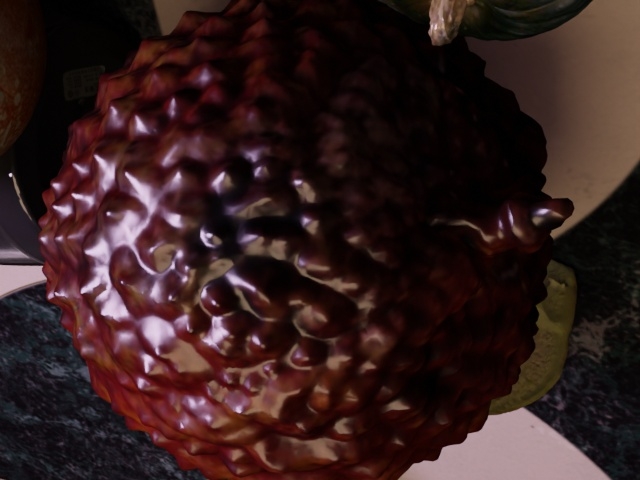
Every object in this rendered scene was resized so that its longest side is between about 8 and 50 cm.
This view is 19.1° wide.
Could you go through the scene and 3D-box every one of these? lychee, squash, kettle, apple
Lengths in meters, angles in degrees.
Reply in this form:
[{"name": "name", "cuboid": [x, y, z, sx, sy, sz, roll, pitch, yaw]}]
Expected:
[{"name": "lychee", "cuboid": [0.000, 0.000, 1.540, 0.500, 0.424, 0.424, 4, 139, 44]}, {"name": "squash", "cuboid": [0.117, -0.237, 1.405, 0.218, 0.172, 0.218, 18, 143, 15]}, {"name": "kettle", "cuboid": [-0.340, -0.124, 1.797, 0.324, 0.228, 0.321, -2, 108, 36]}, {"name": "apple", "cuboid": [0.098, 0.079, 1.785, 0.265, 0.193, 0.120, 20, 153, 3]}]

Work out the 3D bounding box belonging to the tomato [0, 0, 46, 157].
[{"name": "tomato", "cuboid": [-0.368, -0.160, 1.572, 0.270, 0.270, 0.222, -2, 164, 32]}]
